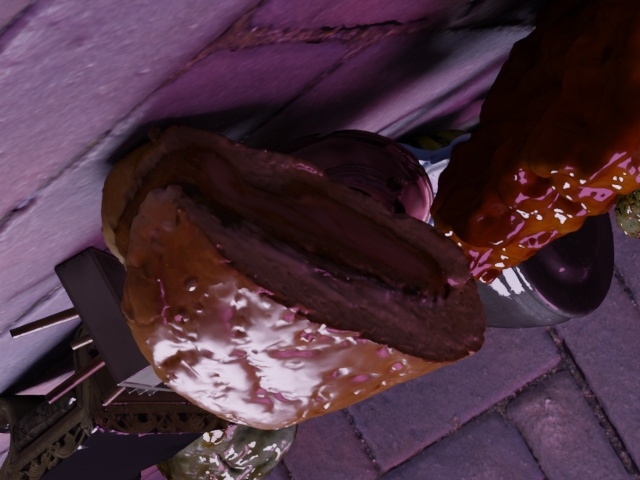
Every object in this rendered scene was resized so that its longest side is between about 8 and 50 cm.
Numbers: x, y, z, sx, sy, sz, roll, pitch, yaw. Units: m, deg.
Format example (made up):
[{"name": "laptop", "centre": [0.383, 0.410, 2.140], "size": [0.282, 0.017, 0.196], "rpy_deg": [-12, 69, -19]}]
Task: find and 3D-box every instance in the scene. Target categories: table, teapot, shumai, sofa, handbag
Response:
[{"name": "table", "centre": [-0.202, 0.097, 1.474], "size": [0.111, 0.121, 0.240], "rpy_deg": [-31, 170, 3]}, {"name": "teapot", "centre": [0.200, -0.039, 1.844], "size": [0.239, 0.321, 0.239], "rpy_deg": [-18, 139, 38]}, {"name": "shumai", "centre": [-0.178, 0.236, 2.169], "size": [0.272, 0.222, 0.204], "rpy_deg": [-36, 139, 28]}, {"name": "sofa", "centre": [-0.242, 0.169, 1.739], "size": [0.200, 0.182, 0.258], "rpy_deg": [3, 151, -39]}, {"name": "handbag", "centre": [0.000, 0.001, 1.385], "size": [0.205, 0.116, 0.179], "rpy_deg": [-24, 128, 22]}]

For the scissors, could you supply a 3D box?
[{"name": "scissors", "centre": [0.149, -0.078, 1.534], "size": [0.256, 0.030, 0.125], "rpy_deg": [-20, 131, 25]}]

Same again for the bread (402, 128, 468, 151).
[{"name": "bread", "centre": [0.113, -0.071, 1.648], "size": [0.139, 0.071, 0.130], "rpy_deg": [-23, 167, 1]}]

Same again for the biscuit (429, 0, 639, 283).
[{"name": "biscuit", "centre": [0.220, -0.126, 1.311], "size": [0.318, 0.111, 0.312], "rpy_deg": [-63, -170, -28]}]

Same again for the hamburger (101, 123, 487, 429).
[{"name": "hamburger", "centre": [-0.044, 0.055, 1.236], "size": [0.330, 0.162, 0.209], "rpy_deg": [19, 136, -34]}]

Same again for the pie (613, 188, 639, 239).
[{"name": "pie", "centre": [0.535, -0.177, 2.031], "size": [0.418, 0.180, 0.395], "rpy_deg": [-44, 163, 32]}]
